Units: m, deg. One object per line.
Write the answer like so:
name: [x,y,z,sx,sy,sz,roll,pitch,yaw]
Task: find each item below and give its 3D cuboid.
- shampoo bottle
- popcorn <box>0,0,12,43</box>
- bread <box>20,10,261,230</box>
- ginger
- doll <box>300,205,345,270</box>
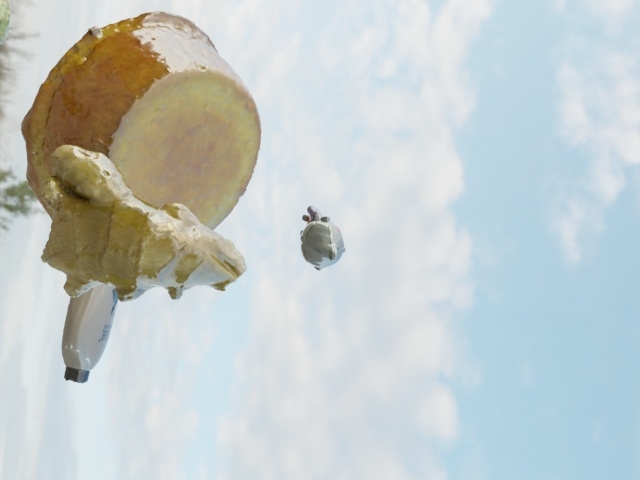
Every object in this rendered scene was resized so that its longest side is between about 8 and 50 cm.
shampoo bottle: [-0.404,0.125,1.397,0.127,0.078,0.257,44,60,-85]
popcorn: [-0.517,-0.323,1.068,0.212,0.197,0.198,147,-54,-64]
bread: [-0.210,-0.120,0.985,0.172,0.312,0.312,36,-59,28]
ginger: [-0.172,0.004,0.719,0.115,0.205,0.081,-63,-173,-32]
doll: [0.000,0.000,1.447,0.227,0.075,0.102,-125,-141,-69]
